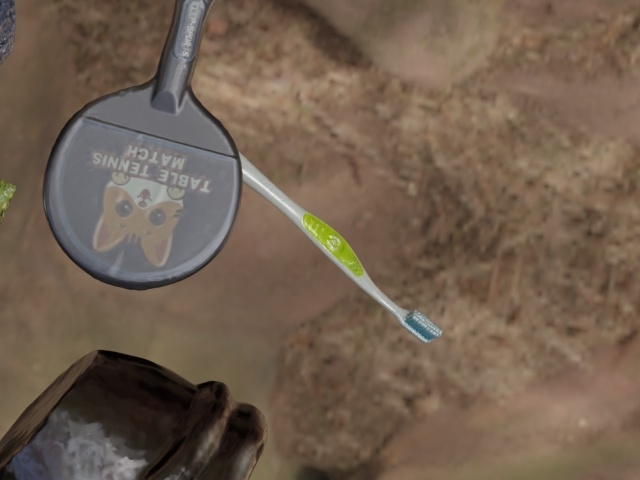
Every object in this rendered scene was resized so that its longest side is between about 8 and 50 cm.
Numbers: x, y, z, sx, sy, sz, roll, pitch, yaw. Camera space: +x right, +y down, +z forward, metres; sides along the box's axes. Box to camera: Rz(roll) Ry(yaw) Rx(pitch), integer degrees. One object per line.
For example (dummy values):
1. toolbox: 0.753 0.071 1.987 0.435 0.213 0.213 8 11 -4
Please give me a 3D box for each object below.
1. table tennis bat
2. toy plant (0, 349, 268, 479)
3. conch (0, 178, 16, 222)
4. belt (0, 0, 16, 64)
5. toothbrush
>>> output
1. table tennis bat: -0.124 -0.079 1.393 0.150 0.236 0.027 15 174 1
2. toy plant: -0.078 0.177 1.058 0.235 0.175 0.218 41 178 -9
3. conch: -0.224 -0.002 1.051 0.121 0.089 0.074 -27 110 14
4. belt: -0.316 -0.166 1.433 0.128 0.218 0.122 -16 103 26
5. toothbrush: 0.000 0.000 1.489 0.263 0.022 0.026 40 148 -17
